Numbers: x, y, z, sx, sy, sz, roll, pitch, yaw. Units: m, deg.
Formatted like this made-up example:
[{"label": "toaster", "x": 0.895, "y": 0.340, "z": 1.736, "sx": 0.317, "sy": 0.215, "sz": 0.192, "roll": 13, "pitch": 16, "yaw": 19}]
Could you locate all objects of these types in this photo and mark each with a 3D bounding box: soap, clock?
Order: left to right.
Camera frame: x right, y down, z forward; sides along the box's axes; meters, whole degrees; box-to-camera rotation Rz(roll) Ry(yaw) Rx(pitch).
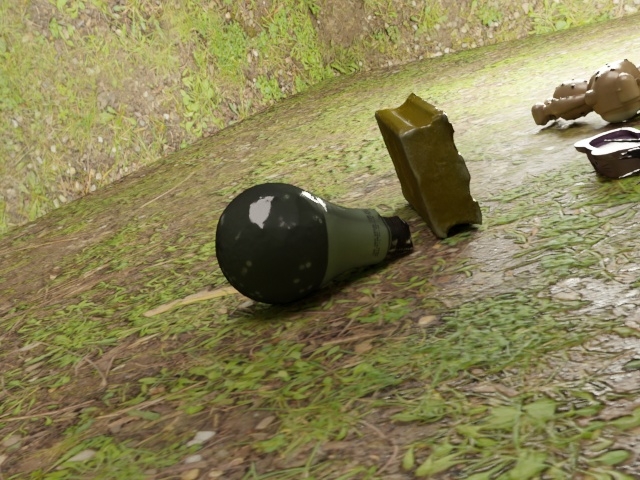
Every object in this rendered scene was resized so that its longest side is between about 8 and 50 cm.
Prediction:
[{"label": "soap", "x": 0.178, "y": -0.135, "z": 1.742, "sx": 0.091, "sy": 0.199, "sz": 0.315, "roll": -20, "pitch": 16, "yaw": 0}, {"label": "clock", "x": 0.499, "y": -0.144, "z": 1.719, "sx": 0.110, "sy": 0.050, "sz": 0.153, "roll": -16, "pitch": 14, "yaw": -1}]

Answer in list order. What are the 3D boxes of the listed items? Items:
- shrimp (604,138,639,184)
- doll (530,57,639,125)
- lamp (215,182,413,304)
[{"label": "shrimp", "x": 0.583, "y": -0.142, "z": 1.497, "sx": 0.342, "sy": 0.117, "sz": 0.145, "roll": -10, "pitch": 14, "yaw": -5}, {"label": "doll", "x": 0.566, "y": -0.296, "z": 2.110, "sx": 0.154, "sy": 0.119, "sz": 0.278, "roll": -23, "pitch": 7, "yaw": -28}, {"label": "lamp", "x": -0.002, "y": 0.012, "z": 1.529, "sx": 0.313, "sy": 0.182, "sz": 0.182, "roll": 7, "pitch": 11, "yaw": -12}]
